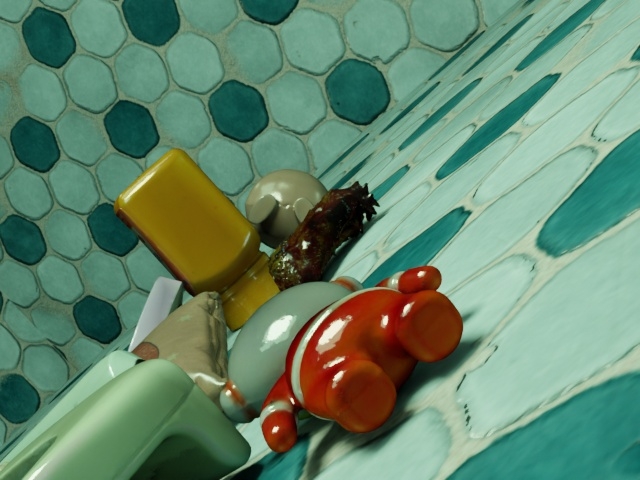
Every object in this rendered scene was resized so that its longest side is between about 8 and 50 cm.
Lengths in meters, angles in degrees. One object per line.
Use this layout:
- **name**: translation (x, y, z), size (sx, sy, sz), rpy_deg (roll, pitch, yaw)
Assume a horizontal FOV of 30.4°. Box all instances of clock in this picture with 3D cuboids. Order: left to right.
- **clock**: translation (-0.204, 0.228, 0.729), size (0.265, 0.108, 0.324), rpy_deg (-36, 9, 41)
- **clock**: translation (-0.192, 0.131, 1.442), size (0.198, 0.064, 0.172), rpy_deg (-80, 7, -80)

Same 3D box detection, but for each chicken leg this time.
- **chicken leg**: translation (0.000, 0.000, 1.308), size (0.105, 0.063, 0.234), rpy_deg (-43, 5, 43)

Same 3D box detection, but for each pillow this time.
- **pillow**: translation (-0.162, 0.159, 1.051), size (0.236, 0.084, 0.223), rpy_deg (-46, 13, 11)

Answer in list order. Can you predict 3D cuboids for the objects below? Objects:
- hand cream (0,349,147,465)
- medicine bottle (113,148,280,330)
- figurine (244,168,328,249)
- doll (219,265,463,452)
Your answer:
- **hand cream**: translation (-0.235, 0.217, 0.954), size (0.320, 0.109, 0.067), rpy_deg (-48, -31, 14)
- **medicine bottle**: translation (-0.149, 0.001, 1.483), size (0.112, 0.222, 0.149), rpy_deg (-43, 6, -10)
- **figurine**: translation (-0.042, -0.035, 1.589), size (0.125, 0.125, 0.138), rpy_deg (-42, -5, 0)
- **doll**: translation (0.000, 0.069, 0.722), size (0.142, 0.076, 0.245), rpy_deg (-43, 9, -18)
